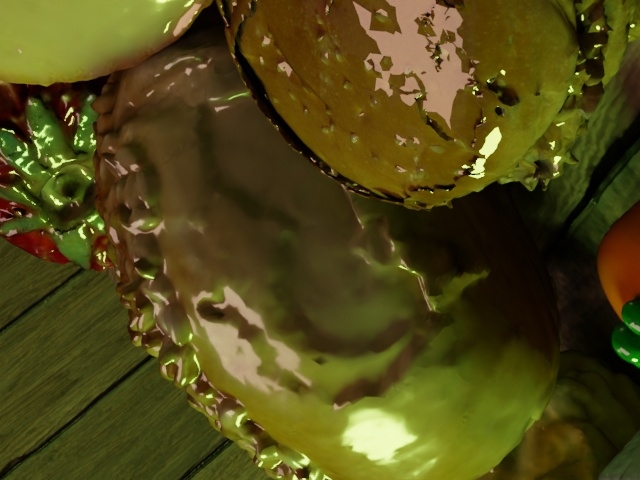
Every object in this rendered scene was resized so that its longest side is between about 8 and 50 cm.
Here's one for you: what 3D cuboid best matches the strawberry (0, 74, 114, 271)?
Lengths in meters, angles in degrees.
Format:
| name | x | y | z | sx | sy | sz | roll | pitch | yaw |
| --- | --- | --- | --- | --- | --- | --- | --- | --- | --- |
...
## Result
| name | x | y | z | sx | sy | sz | roll | pitch | yaw |
| --- | --- | --- | --- | --- | --- | --- | --- | --- | --- |
| strawberry | -0.315 | -0.145 | 1.627 | 0.317 | 0.295 | 0.345 | 20 | -161 | -28 |

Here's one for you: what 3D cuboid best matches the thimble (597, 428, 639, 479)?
| name | x | y | z | sx | sy | sz | roll | pitch | yaw |
| --- | --- | --- | --- | --- | --- | --- | --- | --- | --- |
| thimble | 0.300 | 0.182 | 0.875 | 0.237 | 0.150 | 0.237 | 41 | 163 | 15 |

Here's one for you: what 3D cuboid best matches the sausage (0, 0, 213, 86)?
| name | x | y | z | sx | sy | sz | roll | pitch | yaw |
| --- | --- | --- | --- | --- | --- | --- | --- | --- | --- |
| sausage | -0.172 | -0.266 | 0.827 | 0.233 | 0.233 | 0.287 | 68 | -167 | -44 |

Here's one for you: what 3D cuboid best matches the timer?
| name | x | y | z | sx | sy | sz | roll | pitch | yaw |
| --- | --- | --- | --- | --- | --- | --- | --- | --- | --- |
| timer | 0.228 | 0.034 | 0.817 | 0.136 | 0.136 | 0.099 | 43 | 167 | 25 |

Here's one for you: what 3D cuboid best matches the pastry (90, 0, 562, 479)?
| name | x | y | z | sx | sy | sz | roll | pitch | yaw |
| --- | --- | --- | --- | --- | --- | --- | --- | --- | --- |
| pastry | 0.000 | 0.000 | 0.939 | 0.409 | 0.245 | 0.410 | 50 | -161 | -24 |

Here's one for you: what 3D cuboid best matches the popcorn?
| name | x | y | z | sx | sy | sz | roll | pitch | yaw |
| --- | --- | --- | --- | --- | --- | --- | --- | --- | --- |
| popcorn | 0.191 | 0.215 | 1.083 | 0.225 | 0.249 | 0.249 | -23 | 111 | 29 |

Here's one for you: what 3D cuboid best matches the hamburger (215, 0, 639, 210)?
| name | x | y | z | sx | sy | sz | roll | pitch | yaw |
| --- | --- | --- | --- | --- | --- | --- | --- | --- | --- |
| hamburger | 0.074 | -0.150 | 0.694 | 0.245 | 0.211 | 0.261 | -1 | 124 | 58 |
